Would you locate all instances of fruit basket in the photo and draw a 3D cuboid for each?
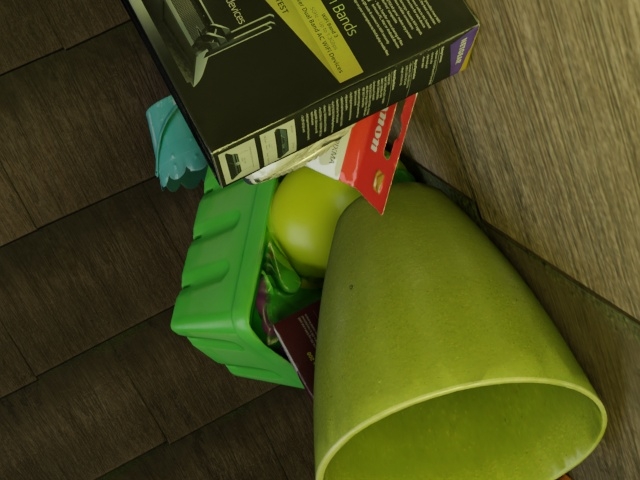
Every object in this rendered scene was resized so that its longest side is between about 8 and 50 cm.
[{"bbox_3d":[0.000,0.000,1.266,0.283,0.392,0.392,46,-173,-45],"label":"fruit basket"}]

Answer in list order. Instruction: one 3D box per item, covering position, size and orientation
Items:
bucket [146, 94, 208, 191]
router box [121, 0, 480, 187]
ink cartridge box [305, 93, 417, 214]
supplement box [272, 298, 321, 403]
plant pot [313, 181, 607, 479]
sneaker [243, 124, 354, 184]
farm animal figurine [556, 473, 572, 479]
[{"bbox_3d":[-0.257,-0.239,2.115,0.281,0.281,0.183,142,109,-82],"label":"bucket"},{"bbox_3d":[-0.048,-0.235,0.796,0.308,0.243,0.081,62,172,15],"label":"router box"},{"bbox_3d":[0.025,-0.152,0.985,0.224,0.056,0.181,-125,45,-58],"label":"ink cartridge box"},{"bbox_3d":[0.080,0.108,1.109,0.130,0.239,0.073,59,172,29],"label":"supplement box"},{"bbox_3d":[0.105,0.092,0.948,0.274,0.275,0.293,73,-177,-51],"label":"plant pot"},{"bbox_3d":[-0.030,-0.169,0.922,0.235,0.094,0.153,-40,80,44],"label":"sneaker"},{"bbox_3d":[0.179,0.346,1.253,0.330,0.172,0.326,24,144,56],"label":"farm animal figurine"}]
